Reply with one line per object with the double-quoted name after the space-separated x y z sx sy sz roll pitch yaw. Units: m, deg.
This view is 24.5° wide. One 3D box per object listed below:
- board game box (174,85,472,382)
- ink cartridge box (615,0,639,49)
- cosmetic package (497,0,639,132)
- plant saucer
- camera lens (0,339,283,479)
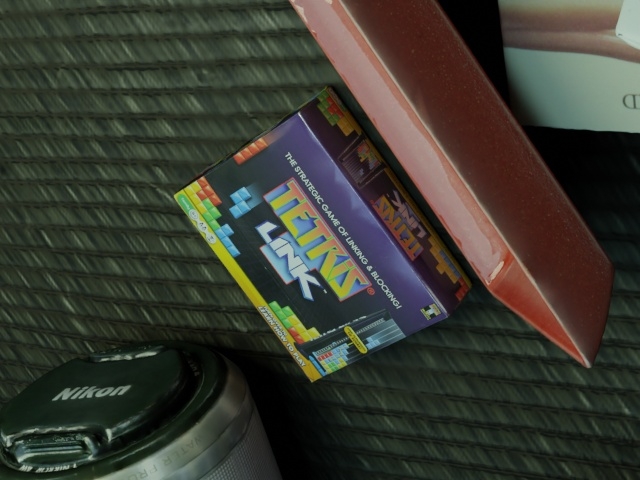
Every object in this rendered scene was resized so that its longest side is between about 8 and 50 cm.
0.000 0.000 1.020 0.141 0.048 0.170 -30 99 42 "board game box"
0.254 -0.137 0.637 0.093 0.212 0.154 37 118 56 "ink cartridge box"
0.165 -0.211 0.727 0.153 0.129 0.296 4 120 30 "cosmetic package"
0.070 -0.065 0.844 0.047 0.259 0.258 -35 98 -1 "plant saucer"
-0.128 0.230 1.131 0.219 0.219 0.274 -3 117 34 "camera lens"
